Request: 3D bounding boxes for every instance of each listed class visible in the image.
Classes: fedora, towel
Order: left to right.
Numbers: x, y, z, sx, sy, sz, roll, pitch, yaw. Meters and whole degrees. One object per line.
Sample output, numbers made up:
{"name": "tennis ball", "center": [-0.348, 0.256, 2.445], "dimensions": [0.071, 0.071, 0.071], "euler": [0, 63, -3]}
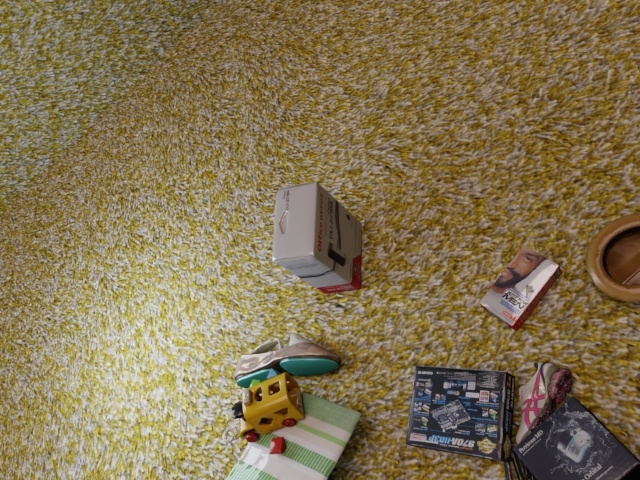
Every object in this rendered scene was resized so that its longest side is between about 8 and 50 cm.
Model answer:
{"name": "towel", "center": [-0.078, 0.496, 1.245], "dimensions": [0.248, 0.038, 0.324], "euler": [7, 52, 41]}
{"name": "fedora", "center": [0.650, 0.040, 1.141], "dimensions": [0.194, 0.079, 0.194], "euler": [-13, 66, 31]}

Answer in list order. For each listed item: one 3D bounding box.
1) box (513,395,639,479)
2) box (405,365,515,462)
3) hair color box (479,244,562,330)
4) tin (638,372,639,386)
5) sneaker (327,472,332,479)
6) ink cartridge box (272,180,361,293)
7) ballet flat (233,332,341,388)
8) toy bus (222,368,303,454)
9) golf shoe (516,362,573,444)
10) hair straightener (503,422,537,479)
{"name": "box", "center": [0.471, 0.402, 1.017], "dimensions": [0.156, 0.093, 0.158], "euler": [-46, 38, 8]}
{"name": "box", "center": [0.296, 0.363, 1.193], "dimensions": [0.220, 0.051, 0.175], "euler": [-7, 63, 40]}
{"name": "hair color box", "center": [0.445, 0.106, 1.246], "dimensions": [0.093, 0.053, 0.167], "euler": [37, 89, 37]}
{"name": "tin", "center": [0.701, 0.267, 1.039], "dimensions": [0.190, 0.040, 0.106], "euler": [-6, 70, 28]}
{"name": "sneaker", "center": [-0.063, 0.574, 1.277], "dimensions": [0.145, 0.147, 0.384], "euler": [-21, 57, 23]}
{"name": "ink cartridge box", "center": [0.000, 0.000, 1.413], "dimensions": [0.114, 0.273, 0.196], "euler": [-10, 65, 27]}
{"name": "ballet flat", "center": [-0.091, 0.299, 1.445], "dimensions": [0.316, 0.107, 0.106], "euler": [-16, 48, 23]}
{"name": "toy bus", "center": [-0.140, 0.384, 1.295], "dimensions": [0.191, 0.104, 0.202], "euler": [10, 54, 42]}
{"name": "golf shoe", "center": [0.441, 0.337, 1.143], "dimensions": [0.086, 0.067, 0.186], "euler": [12, 64, 53]}
{"name": "hair straightener", "center": [0.413, 0.481, 1.117], "dimensions": [0.089, 0.047, 0.230], "euler": [-5, 59, 5]}
